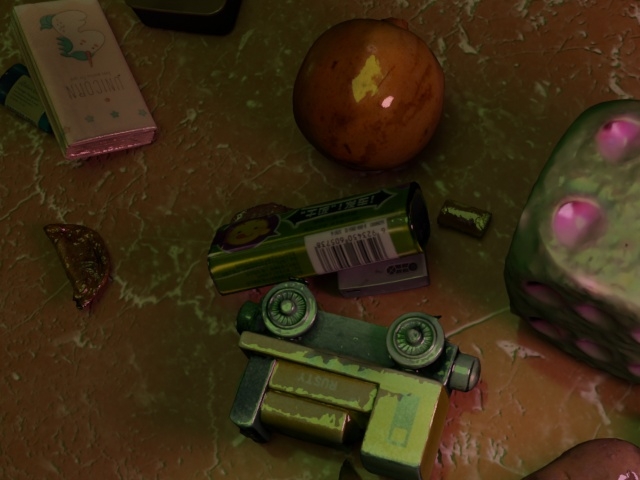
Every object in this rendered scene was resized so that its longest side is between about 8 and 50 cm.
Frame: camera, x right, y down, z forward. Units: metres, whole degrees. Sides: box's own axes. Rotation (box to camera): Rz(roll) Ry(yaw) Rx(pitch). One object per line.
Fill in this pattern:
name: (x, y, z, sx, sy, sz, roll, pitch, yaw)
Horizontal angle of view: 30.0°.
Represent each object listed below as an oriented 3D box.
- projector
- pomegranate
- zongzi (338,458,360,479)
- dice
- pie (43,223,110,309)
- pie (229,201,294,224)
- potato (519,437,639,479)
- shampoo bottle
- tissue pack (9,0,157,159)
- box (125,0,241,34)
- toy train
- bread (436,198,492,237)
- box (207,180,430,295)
projector: (0.100, 0.028, 1.961, 0.147, 0.061, 0.115, -9, 69, 9)
pomegranate: (0.085, -0.242, 1.964, 0.264, 0.264, 0.264, -4, 68, 11)
zongzi: (0.012, 0.483, 1.796, 0.228, 0.115, 0.256, -45, 43, 11)
dice: (0.471, 0.011, 1.744, 0.322, 0.318, 0.330, 24, 75, 21)
pie: (-0.413, 0.035, 2.089, 0.088, 0.033, 0.191, -25, 60, -6)
pie: (-0.093, 0.002, 2.026, 0.154, 0.038, 0.153, -5, 68, 13)
potato: (0.362, 0.386, 1.710, 0.262, 0.165, 0.165, -29, 65, -13)
shampoo bottle: (-0.518, -0.257, 2.216, 0.183, 0.050, 0.087, 31, 76, 21)
tissue pack: (-0.435, -0.300, 2.174, 0.170, 0.071, 0.325, -14, 63, -27)
box: (-0.246, -0.464, 2.213, 0.201, 0.090, 0.144, 8, 71, 16)
toy train: (0.037, 0.215, 1.848, 0.397, 0.160, 0.253, 13, 72, 16)
bread: (0.237, -0.036, 1.969, 0.083, 0.036, 0.047, 20, 83, 17)
box: (0.000, 0.000, 1.899, 0.346, 0.097, 0.134, -13, 28, 17)
